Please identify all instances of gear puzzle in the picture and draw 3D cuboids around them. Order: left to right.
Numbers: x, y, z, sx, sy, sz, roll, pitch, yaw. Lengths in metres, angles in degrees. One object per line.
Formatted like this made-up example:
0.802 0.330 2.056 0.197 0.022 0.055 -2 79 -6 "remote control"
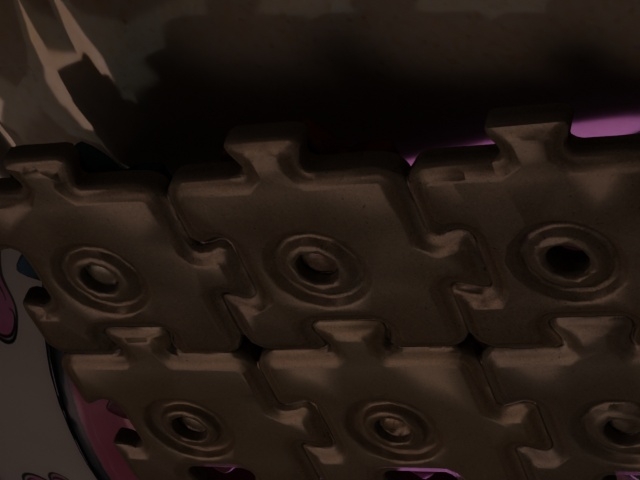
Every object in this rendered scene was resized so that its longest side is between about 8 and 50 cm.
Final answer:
0.059 0.016 0.506 0.339 0.044 0.175 -3 135 25 "gear puzzle"

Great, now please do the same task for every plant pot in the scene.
0.059 -0.146 0.547 0.305 0.334 0.334 -1 141 50 "plant pot"

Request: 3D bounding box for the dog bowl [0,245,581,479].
0.000 0.000 0.862 0.150 0.408 0.408 17 155 50 "dog bowl"
